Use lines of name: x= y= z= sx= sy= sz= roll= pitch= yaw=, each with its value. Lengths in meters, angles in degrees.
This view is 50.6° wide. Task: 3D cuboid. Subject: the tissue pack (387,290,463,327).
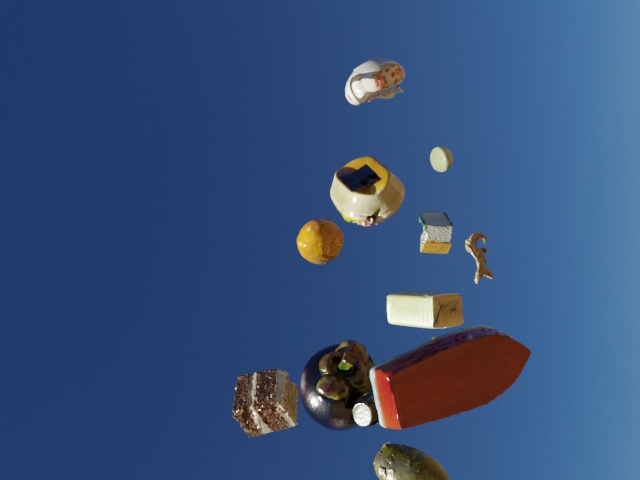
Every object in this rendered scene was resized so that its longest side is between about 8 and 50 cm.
tissue pack: x=0.377 y=0.248 z=2.445 sx=0.159 sy=0.234 sz=0.125 roll=-1 pitch=-91 yaw=-39

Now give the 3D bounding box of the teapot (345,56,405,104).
teapot: x=0.130 y=-0.395 z=1.707 sx=0.245 sy=0.159 sz=0.116 roll=-35 pitch=-69 yaw=-46

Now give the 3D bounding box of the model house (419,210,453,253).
model house: x=0.322 y=-0.020 z=1.930 sx=0.101 sy=0.087 sz=0.100 roll=-98 pitch=10 yaw=-61

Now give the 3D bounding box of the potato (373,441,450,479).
potato: x=0.264 y=0.675 z=1.942 sx=0.149 sy=0.251 sz=0.113 roll=-58 pitch=-37 yaw=-7

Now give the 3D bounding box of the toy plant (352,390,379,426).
toy plant: x=0.165 y=0.468 z=1.931 sx=0.162 sy=0.092 sz=0.093 roll=-17 pitch=-75 yaw=-50

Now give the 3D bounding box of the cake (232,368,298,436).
cake: x=-0.140 y=0.429 z=1.793 sx=0.135 sy=0.147 sz=0.135 roll=-85 pitch=-20 yaw=-45

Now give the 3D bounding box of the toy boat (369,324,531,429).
toy boat: x=0.244 y=0.245 z=1.277 sx=0.331 sy=0.133 sz=0.145 roll=-14 pitch=-86 yaw=-20

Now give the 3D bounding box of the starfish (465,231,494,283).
starfish: x=0.421 y=0.050 z=1.825 sx=0.150 sy=0.053 sz=0.210 roll=50 pitch=-151 yaw=-22

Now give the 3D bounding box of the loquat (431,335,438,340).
loquat: x=0.430 y=0.430 z=2.412 sx=0.172 sy=0.149 sz=0.205 roll=-34 pitch=-60 yaw=-48

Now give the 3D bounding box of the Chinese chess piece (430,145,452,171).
Chinese chess piece: x=0.392 y=-0.264 z=2.190 sx=0.034 sy=0.084 sz=0.084 roll=-19 pitch=-71 yaw=-27

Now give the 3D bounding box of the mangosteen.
mangosteen: x=0.068 y=0.434 z=2.092 sx=0.275 sy=0.275 sz=0.302 roll=-55 pitch=-17 yaw=-38

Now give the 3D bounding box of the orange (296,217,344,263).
orange: x=0.000 y=0.000 z=1.158 sx=0.083 sy=0.070 sz=0.083 roll=-23 pitch=-52 yaw=-33

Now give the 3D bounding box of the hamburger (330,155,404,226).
hamburger: x=0.115 y=-0.124 z=1.723 sx=0.173 sy=0.210 sz=0.116 roll=-31 pitch=-54 yaw=-8
